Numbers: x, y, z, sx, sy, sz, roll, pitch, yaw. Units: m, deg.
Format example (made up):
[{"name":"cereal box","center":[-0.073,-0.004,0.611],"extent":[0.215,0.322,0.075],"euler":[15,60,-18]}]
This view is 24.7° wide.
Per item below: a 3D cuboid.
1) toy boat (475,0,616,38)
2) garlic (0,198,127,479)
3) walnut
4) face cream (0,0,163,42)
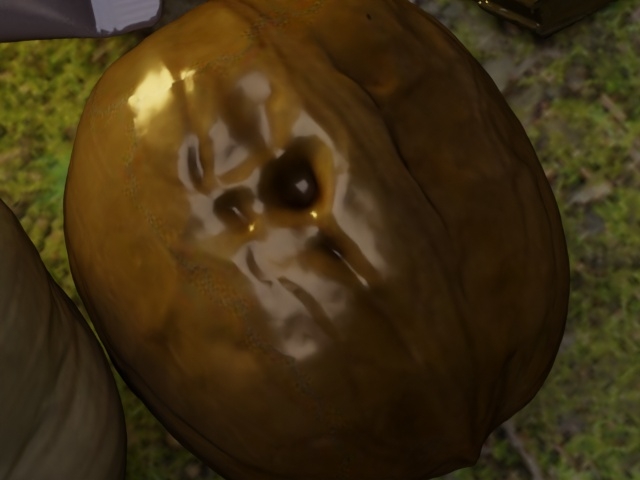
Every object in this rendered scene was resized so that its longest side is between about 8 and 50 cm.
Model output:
[{"name":"toy boat","center":[0.154,-0.167,0.674],"extent":[0.206,0.064,0.072],"euler":[-28,64,3]},{"name":"garlic","center":[-0.219,0.068,0.569],"extent":[0.322,0.322,0.241],"euler":[32,78,12]},{"name":"walnut","center":[0.000,0.000,0.603],"extent":[0.195,0.195,0.221],"euler":[-32,74,2]},{"name":"face cream","center":[-0.210,-0.130,0.591],"extent":[0.274,0.096,0.154],"euler":[-13,87,2]}]
